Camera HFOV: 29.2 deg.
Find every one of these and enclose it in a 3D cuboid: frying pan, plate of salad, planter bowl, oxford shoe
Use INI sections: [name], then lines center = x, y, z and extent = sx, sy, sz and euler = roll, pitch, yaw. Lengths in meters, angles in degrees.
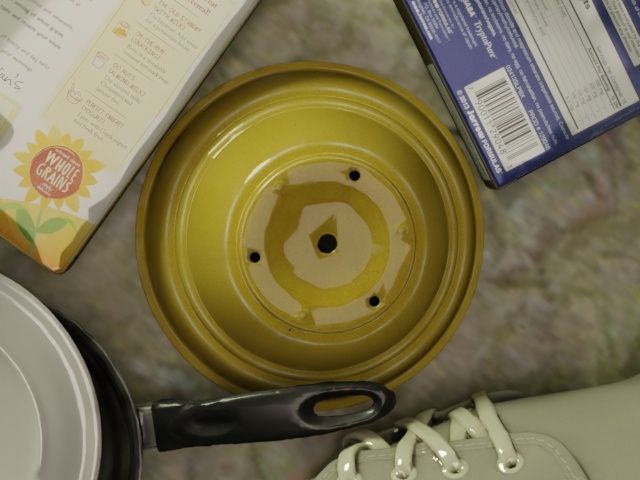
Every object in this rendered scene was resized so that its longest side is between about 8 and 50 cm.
[frying pan]
center = -0.144, 0.091, 0.712
extent = 0.326, 0.053, 0.197
euler = -30, 92, 1
[plate of salad]
center = -0.217, 0.106, 0.671
extent = 0.200, 0.048, 0.199
euler = 0, 91, 0
[planter bowl]
center = 0.000, 0.000, 0.716
extent = 0.217, 0.090, 0.217
euler = 0, 93, -7
[oxford shoe]
center = 0.077, 0.153, 0.699
extent = 0.449, 0.169, 0.130
euler = -29, 94, 1

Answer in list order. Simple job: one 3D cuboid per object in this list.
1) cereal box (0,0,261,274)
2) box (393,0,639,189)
[cereal box]
center = -0.150, -0.125, 0.713
extent = 0.173, 0.047, 0.240
euler = 36, 88, -5
[box]
center = 0.174, -0.142, 0.754
extent = 0.225, 0.036, 0.136
euler = -27, 96, -3
